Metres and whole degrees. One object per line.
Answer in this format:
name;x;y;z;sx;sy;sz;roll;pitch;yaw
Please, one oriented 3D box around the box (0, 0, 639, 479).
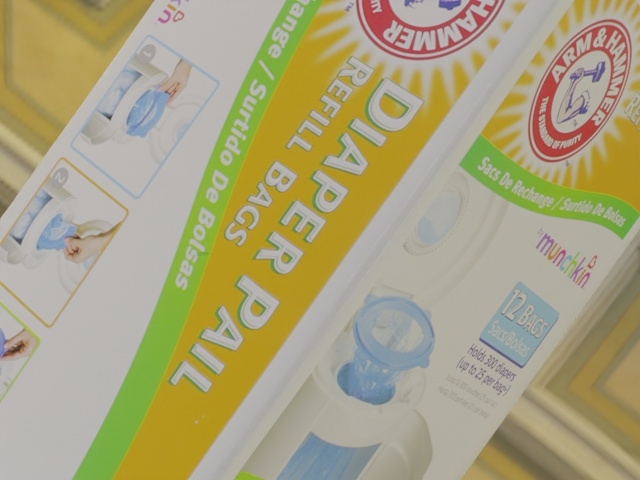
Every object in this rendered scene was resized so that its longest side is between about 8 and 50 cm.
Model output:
box;0.000;0.000;0.424;0.103;0.114;0.203;36;-89;34
